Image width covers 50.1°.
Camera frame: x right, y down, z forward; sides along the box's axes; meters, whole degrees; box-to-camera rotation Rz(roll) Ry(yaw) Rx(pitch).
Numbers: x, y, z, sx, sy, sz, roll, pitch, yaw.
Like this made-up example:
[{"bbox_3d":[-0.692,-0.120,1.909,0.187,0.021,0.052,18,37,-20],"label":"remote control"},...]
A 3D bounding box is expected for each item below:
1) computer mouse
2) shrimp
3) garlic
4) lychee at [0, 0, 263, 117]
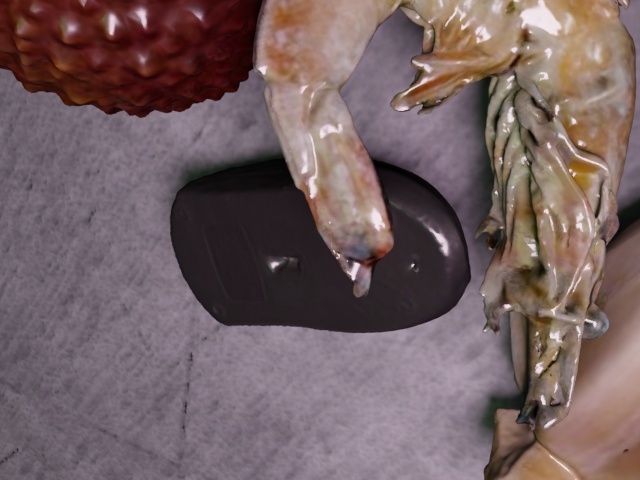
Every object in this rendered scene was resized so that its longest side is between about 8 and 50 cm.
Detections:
[{"bbox_3d":[0.000,0.000,0.548,0.270,0.086,0.137,-2,114,35],"label":"computer mouse"},{"bbox_3d":[0.087,-0.060,0.406,0.085,0.247,0.360,176,85,-69],"label":"shrimp"},{"bbox_3d":[0.277,0.117,0.443,0.279,0.132,0.325,40,126,-1],"label":"garlic"},{"bbox_3d":[-0.129,-0.218,0.426,0.276,0.304,0.275,-17,65,41],"label":"lychee"}]
